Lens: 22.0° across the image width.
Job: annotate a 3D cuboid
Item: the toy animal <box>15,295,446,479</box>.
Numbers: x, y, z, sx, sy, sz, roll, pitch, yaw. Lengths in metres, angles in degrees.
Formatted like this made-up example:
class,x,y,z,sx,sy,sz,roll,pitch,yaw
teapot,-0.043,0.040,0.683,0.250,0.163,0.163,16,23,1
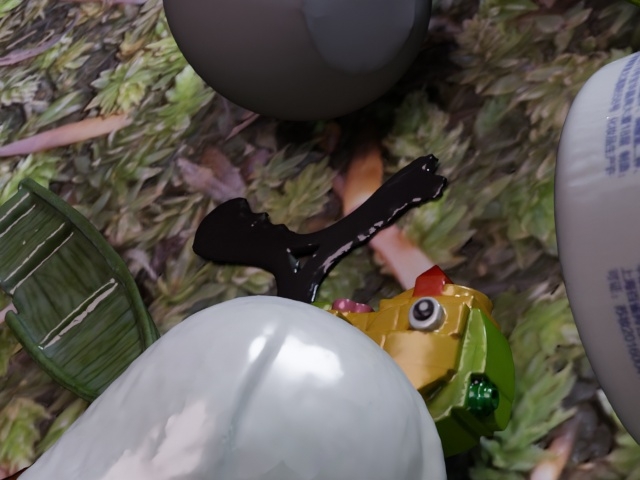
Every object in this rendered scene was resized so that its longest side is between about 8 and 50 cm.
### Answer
class,x,y,z,sx,sy,sz,roll,pitch,yaw
toy animal,-0.060,0.166,0.733,0.174,0.249,0.289,-10,76,54

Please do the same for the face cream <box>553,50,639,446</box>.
class,x,y,z,sx,sy,sz,roll,pitch,yaw
face cream,0.192,0.005,0.742,0.111,0.206,0.206,-15,43,37

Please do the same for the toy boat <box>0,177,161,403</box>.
class,x,y,z,sx,sy,sz,roll,pitch,yaw
toy boat,-0.171,0.045,1.146,0.093,0.055,0.293,-42,36,-3

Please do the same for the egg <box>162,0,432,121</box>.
class,x,y,z,sx,sy,sz,roll,pitch,yaw
egg,-0.022,-0.175,1.139,0.176,0.176,0.232,-44,33,-4

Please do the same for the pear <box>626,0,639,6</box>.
class,x,y,z,sx,sy,sz,roll,pitch,yaw
pear,0.246,-0.280,0.931,0.399,0.399,0.165,-45,3,-6

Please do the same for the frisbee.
class,x,y,z,sx,sy,sz,roll,pitch,yaw
frisbee,0.000,0.000,1.077,0.187,0.012,0.211,-36,36,5

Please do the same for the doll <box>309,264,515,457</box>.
class,x,y,z,sx,sy,sz,roll,pitch,yaw
doll,0.017,0.091,0.891,0.186,0.106,0.134,-29,48,14

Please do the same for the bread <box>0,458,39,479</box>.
class,x,y,z,sx,sy,sz,roll,pitch,yaw
bread,-0.285,0.282,0.956,0.416,0.113,0.165,-27,38,19
